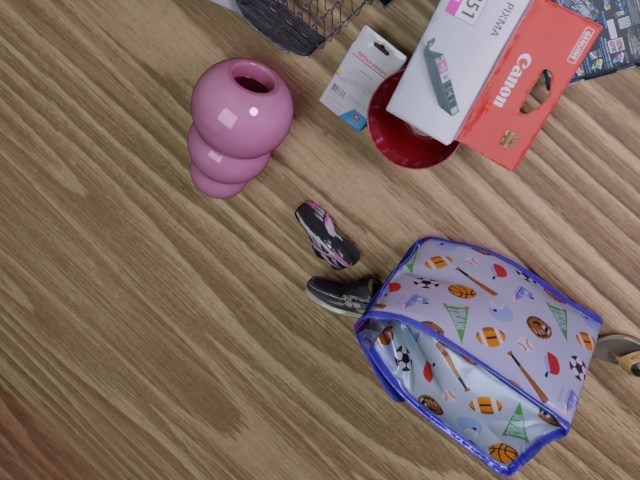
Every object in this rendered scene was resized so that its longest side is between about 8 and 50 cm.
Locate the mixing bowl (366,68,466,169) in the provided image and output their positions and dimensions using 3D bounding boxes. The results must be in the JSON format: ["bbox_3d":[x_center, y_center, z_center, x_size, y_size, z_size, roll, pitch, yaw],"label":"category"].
[{"bbox_3d":[0.186,-0.227,1.253,0.182,0.098,0.181,8,110,22],"label":"mixing bowl"}]

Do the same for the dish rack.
[{"bbox_3d":[-0.020,-0.441,1.233,0.208,0.074,0.272,34,134,-26],"label":"dish rack"}]

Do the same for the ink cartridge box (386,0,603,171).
[{"bbox_3d":[0.273,-0.276,1.112,0.239,0.060,0.275,33,116,13],"label":"ink cartridge box"}]

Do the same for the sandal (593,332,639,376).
[{"bbox_3d":[0.606,0.234,1.299,0.180,0.049,0.072,28,126,15],"label":"sandal"}]

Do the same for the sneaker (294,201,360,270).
[{"bbox_3d":[0.000,0.000,1.518,0.178,0.072,0.077,51,139,4],"label":"sneaker"}]

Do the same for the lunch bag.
[{"bbox_3d":[0.281,0.184,1.289,0.386,0.328,0.238,36,130,7],"label":"lunch bag"}]

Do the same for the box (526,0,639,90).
[{"bbox_3d":[0.419,-0.365,1.079,0.175,0.051,0.220,-11,109,34],"label":"box"}]

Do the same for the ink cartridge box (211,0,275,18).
[{"bbox_3d":[-0.138,-0.516,1.235,0.224,0.223,0.045,-34,56,39],"label":"ink cartridge box"}]

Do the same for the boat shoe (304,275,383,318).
[{"bbox_3d":[0.105,0.124,1.506,0.286,0.103,0.092,20,119,16],"label":"boat shoe"}]

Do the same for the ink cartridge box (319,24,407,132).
[{"bbox_3d":[0.089,-0.310,1.297,0.104,0.061,0.181,40,129,5],"label":"ink cartridge box"}]

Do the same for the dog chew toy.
[{"bbox_3d":[-0.186,-0.214,1.433,0.207,0.206,0.331,38,136,7],"label":"dog chew toy"}]
